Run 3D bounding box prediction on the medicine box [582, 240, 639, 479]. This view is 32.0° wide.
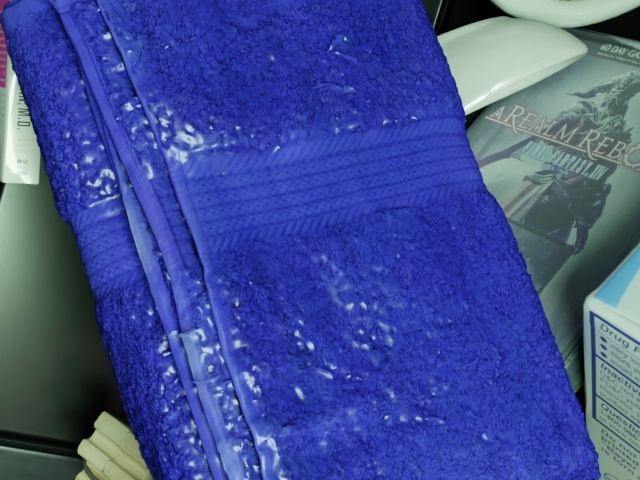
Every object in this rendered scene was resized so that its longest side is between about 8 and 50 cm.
[{"bbox_3d":[0.287,0.052,0.631,0.263,0.149,0.289,-44,148,-16],"label":"medicine box"}]

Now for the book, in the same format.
[{"bbox_3d":[-0.163,-0.108,0.592,0.035,0.096,0.144,2,100,-24],"label":"book"}]

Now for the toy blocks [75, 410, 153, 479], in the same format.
[{"bbox_3d":[0.003,0.242,0.699,0.289,0.309,0.260,-57,160,-4],"label":"toy blocks"}]

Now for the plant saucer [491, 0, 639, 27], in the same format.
[{"bbox_3d":[0.200,-0.321,0.651,0.400,0.100,0.400,-31,146,-24],"label":"plant saucer"}]

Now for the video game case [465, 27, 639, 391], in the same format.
[{"bbox_3d":[0.133,-0.013,0.686,0.274,0.196,0.026,-50,127,-7],"label":"video game case"}]

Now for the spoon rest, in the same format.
[{"bbox_3d":[0.035,-0.066,0.680,0.276,0.137,0.084,-19,90,-10],"label":"spoon rest"}]

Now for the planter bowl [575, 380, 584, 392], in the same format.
[{"bbox_3d":[0.160,0.041,0.742,0.090,0.217,0.217,41,81,13],"label":"planter bowl"}]

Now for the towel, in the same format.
[{"bbox_3d":[0.000,0.000,0.533,0.227,0.076,0.308,-15,79,-27],"label":"towel"}]
